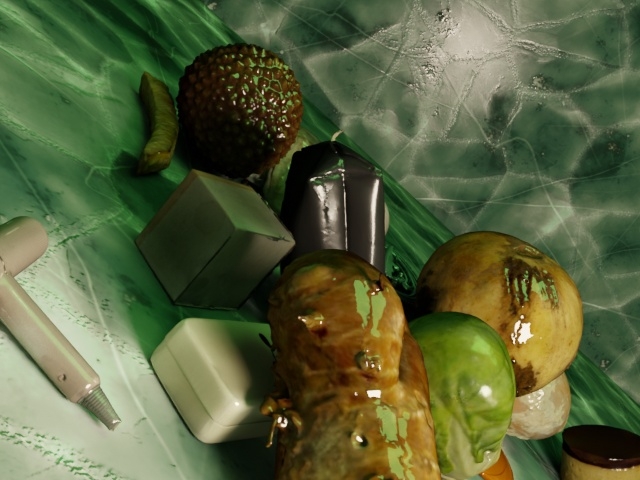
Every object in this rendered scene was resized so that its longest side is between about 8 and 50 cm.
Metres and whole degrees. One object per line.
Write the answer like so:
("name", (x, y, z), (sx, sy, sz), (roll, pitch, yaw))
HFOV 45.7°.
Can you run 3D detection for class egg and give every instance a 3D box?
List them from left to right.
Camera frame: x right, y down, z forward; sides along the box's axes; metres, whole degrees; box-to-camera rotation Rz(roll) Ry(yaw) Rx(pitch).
("egg", (0.409, 0.299, 1.572), (0.245, 0.203, 0.203), (48, 16, 8))

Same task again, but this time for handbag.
("handbag", (0.000, 0.000, 1.209), (0.152, 0.342, 0.288), (-3, 17, -12))

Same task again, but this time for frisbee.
("frisbee", (0.295, 0.372, 1.409), (0.192, 0.035, 0.192), (41, 16, -14))

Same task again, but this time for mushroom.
("mushroom", (-0.046, -0.141, 1.637), (0.189, 0.164, 0.267), (40, 16, -10))

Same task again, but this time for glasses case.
("glasses case", (-0.067, 0.172, 0.951), (0.131, 0.070, 0.313), (52, 17, 26))

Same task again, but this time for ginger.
("ginger", (0.024, 0.182, 0.796), (0.254, 0.176, 0.418), (52, 31, -44))

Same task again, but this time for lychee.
("lychee", (-0.159, -0.244, 1.480), (0.267, 0.267, 0.267), (40, 16, -14))

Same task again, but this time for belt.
("belt", (0.120, 0.076, 1.579), (0.206, 0.116, 0.267), (34, 20, -16))

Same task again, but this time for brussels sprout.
("brussels sprout", (0.189, 0.241, 1.154), (0.210, 0.219, 0.271), (-61, 137, -69))

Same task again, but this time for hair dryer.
("hair dryer", (-0.261, 0.080, 0.736), (0.220, 0.053, 0.195), (42, 15, -9))

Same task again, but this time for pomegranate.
("pomegranate", (0.326, 0.134, 1.404), (0.322, 0.322, 0.322), (40, 16, -14))

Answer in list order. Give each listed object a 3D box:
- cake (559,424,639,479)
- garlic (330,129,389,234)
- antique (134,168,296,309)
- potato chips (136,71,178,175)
("cake", (0.610, 0.511, 1.641), (0.207, 0.178, 0.185), (1, 10, -18))
("garlic", (0.015, -0.067, 1.468), (0.207, 0.207, 0.257), (14, 64, -61))
("antique", (-0.148, -0.002, 1.064), (0.148, 0.147, 0.152), (49, 17, 26))
("potato chips", (-0.294, -0.204, 1.376), (0.080, 0.057, 0.407), (22, 24, -23))
